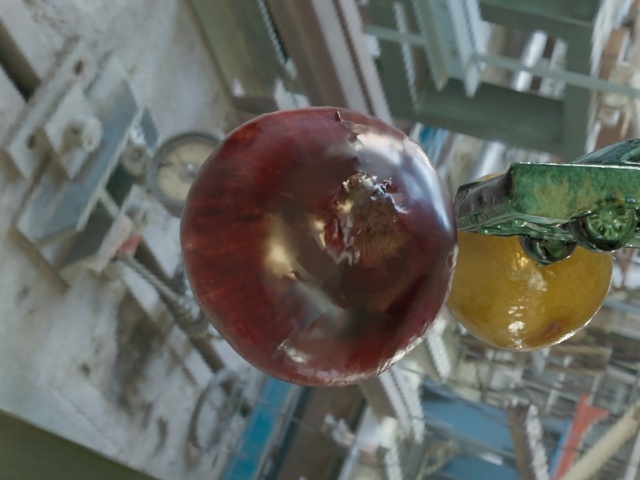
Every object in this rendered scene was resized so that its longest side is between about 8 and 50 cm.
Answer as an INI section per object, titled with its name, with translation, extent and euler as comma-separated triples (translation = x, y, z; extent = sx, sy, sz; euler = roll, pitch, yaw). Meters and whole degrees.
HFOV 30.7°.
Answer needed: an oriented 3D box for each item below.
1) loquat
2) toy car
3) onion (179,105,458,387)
[loquat]
translation = 0.225, 0.020, 1.297
extent = 0.208, 0.208, 0.208
euler = 17, 90, -71
[toy car]
translation = 0.276, -0.029, 0.925
extent = 0.141, 0.321, 0.097
euler = 154, -62, -77
[onion]
translation = 0.000, 0.000, 0.533
extent = 0.131, 0.131, 0.131
euler = 17, 90, -71
